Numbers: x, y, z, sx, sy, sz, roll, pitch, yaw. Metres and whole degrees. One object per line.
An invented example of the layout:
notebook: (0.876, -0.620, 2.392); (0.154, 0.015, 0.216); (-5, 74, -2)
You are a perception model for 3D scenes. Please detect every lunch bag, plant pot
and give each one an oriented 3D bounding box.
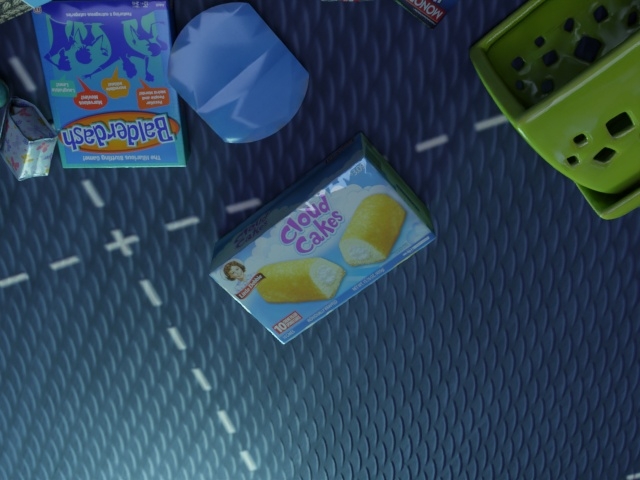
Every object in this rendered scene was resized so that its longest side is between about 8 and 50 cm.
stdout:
lunch bag: (-0.373, -0.128, 0.972); (0.083, 0.053, 0.071); (51, 132, 21)
plant pot: (0.330, -0.172, 0.868); (0.228, 0.227, 0.207); (-36, 120, 18)

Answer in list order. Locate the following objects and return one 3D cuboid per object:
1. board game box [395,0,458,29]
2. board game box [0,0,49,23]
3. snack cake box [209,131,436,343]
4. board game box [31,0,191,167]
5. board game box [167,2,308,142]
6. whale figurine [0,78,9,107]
board game box: (0.086, -0.323, 0.842); (0.194, 0.060, 0.194); (24, 118, -43)
board game box: (-0.446, -0.312, 0.768); (0.291, 0.141, 0.232); (-20, 79, 11)
snack cake box: (0.000, 0.000, 1.039); (0.264, 0.089, 0.152); (-37, 114, 19)
board game box: (-0.250, -0.192, 0.953); (0.160, 0.047, 0.210); (-1, 121, 1)
board game box: (-0.102, -0.202, 0.946); (0.133, 0.033, 0.168); (-40, 116, 8)
whale figurine: (-0.467, -0.208, 0.891); (0.216, 0.141, 0.272); (29, 113, -15)
